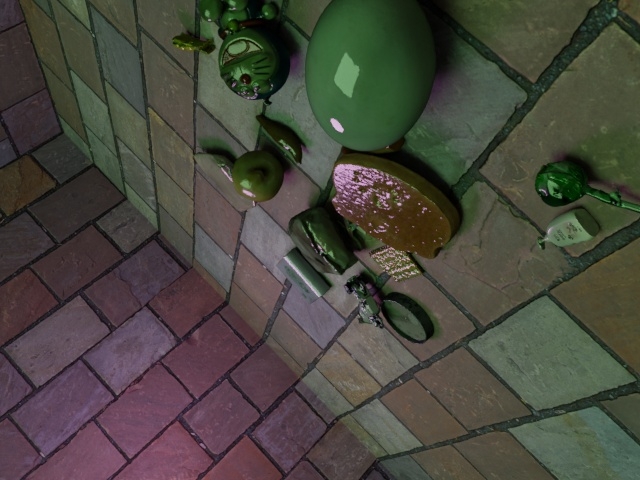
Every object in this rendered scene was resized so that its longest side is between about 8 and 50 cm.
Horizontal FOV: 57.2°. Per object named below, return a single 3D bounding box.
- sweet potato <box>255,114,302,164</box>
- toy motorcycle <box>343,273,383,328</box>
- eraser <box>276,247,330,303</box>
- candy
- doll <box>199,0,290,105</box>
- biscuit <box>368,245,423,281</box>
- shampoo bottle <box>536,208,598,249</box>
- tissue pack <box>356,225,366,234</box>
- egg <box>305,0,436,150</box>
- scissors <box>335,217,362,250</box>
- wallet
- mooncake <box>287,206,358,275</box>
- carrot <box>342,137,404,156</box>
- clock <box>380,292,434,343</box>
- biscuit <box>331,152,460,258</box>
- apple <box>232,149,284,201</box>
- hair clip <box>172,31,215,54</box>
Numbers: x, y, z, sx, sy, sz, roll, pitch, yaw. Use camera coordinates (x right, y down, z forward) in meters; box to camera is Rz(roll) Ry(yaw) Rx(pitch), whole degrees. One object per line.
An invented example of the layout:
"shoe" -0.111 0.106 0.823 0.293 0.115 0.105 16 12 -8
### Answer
"sweet potato" -0.133 -0.346 1.910 0.249 0.059 0.069 44 167 20
"toy motorcycle" 0.161 0.227 2.169 0.221 0.102 0.150 63 165 -6
"eraser" -0.075 0.150 2.477 0.227 0.081 0.174 49 154 1
"candy" 0.581 -0.077 1.141 0.324 0.097 0.097 24 146 27
"doll" -0.191 -0.528 1.608 0.199 0.186 0.321 -6 107 24
"biscuit" 0.248 0.075 1.929 0.144 0.016 0.203 51 154 -4
"shampoo bottle" 0.537 -0.019 1.305 0.077 0.045 0.152 50 156 -3
"tissue pack" 0.134 -0.069 1.902 0.056 0.023 0.108 38 154 24
"egg" 0.104 -0.360 1.252 0.276 0.276 0.388 36 151 25
"scissors" 0.097 -0.041 1.971 0.133 0.020 0.187 47 166 17
"wallet" -0.385 -0.251 2.440 0.335 0.068 0.275 53 159 -24
"mooncake" 0.004 -0.003 2.060 0.250 0.136 0.254 54 163 -12
"carrot" 0.133 -0.256 1.600 0.225 0.067 0.067 -2 124 57
"clock" 0.306 0.280 2.094 0.215 0.042 0.215 37 153 23
"biscuit" 0.205 -0.099 1.661 0.385 0.062 0.365 30 155 14
"apple" -0.220 -0.228 2.065 0.200 0.200 0.200 37 152 23
"hair clip" -0.420 -0.652 1.935 0.173 0.072 0.046 20 140 30
